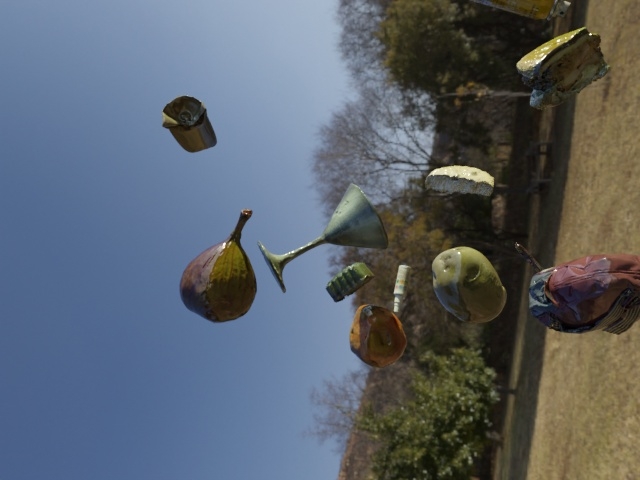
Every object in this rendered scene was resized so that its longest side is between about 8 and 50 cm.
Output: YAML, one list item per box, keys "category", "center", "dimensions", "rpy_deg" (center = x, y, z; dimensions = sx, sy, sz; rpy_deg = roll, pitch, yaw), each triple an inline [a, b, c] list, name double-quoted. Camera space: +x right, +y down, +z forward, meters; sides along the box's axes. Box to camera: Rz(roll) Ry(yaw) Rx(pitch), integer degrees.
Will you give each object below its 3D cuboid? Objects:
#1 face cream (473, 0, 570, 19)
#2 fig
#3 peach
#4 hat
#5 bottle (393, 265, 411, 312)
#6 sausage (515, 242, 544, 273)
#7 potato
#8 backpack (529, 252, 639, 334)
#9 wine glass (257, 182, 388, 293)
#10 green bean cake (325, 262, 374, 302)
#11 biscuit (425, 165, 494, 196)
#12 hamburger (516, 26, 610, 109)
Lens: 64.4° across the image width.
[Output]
- category: "face cream"
  center: [0.619, -0.789, 1.630]
  dimensions: [0.105, 0.348, 0.105]
  rpy_deg: [23, -90, -78]
- category: "fig"
  center: [-0.248, 0.064, 1.406]
  dimensions: [0.321, 0.216, 0.217]
  rpy_deg: [-65, -18, 6]
- category: "peach"
  center: [0.199, 0.344, 1.871]
  dimensions: [0.236, 0.214, 0.214]
  rpy_deg: [70, -155, -19]
- category: "hat"
  center: [-0.456, -0.415, 1.813]
  dimensions: [0.173, 0.166, 0.144]
  rpy_deg: [61, -166, -65]
- category: "bottle"
  center: [0.370, 0.224, 2.339]
  dimensions: [0.060, 0.060, 0.217]
  rpy_deg: [50, -129, -63]
- category: "sausage"
  center: [0.797, 0.084, 1.906]
  dimensions: [0.198, 0.028, 0.025]
  rpy_deg: [49, -127, -1]
- category: "potato"
  center: [0.590, 0.185, 2.033]
  dimensions: [0.327, 0.243, 0.221]
  rpy_deg: [57, 162, -7]
- category: "backpack"
  center: [0.731, 0.139, 1.308]
  dimensions: [0.317, 0.282, 0.198]
  rpy_deg: [109, 165, -70]
- category: "wine glass"
  center: [0.000, 0.000, 1.780]
  dimensions: [0.267, 0.405, 0.267]
  rpy_deg: [60, 169, 19]
- category: "green bean cake"
  center: [0.120, 0.167, 2.093]
  dimensions: [0.094, 0.181, 0.173]
  rpy_deg: [54, -166, 11]
- category: "biscuit"
  center: [0.600, -0.270, 2.188]
  dimensions: [0.179, 0.280, 0.084]
  rpy_deg: [-61, -27, -52]
- category: "hamburger"
  center: [0.709, -0.512, 1.530]
  dimensions: [0.168, 0.287, 0.192]
  rpy_deg: [58, 172, -15]
